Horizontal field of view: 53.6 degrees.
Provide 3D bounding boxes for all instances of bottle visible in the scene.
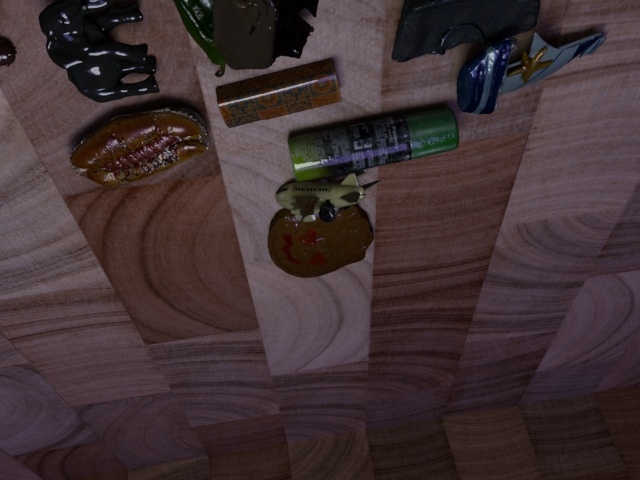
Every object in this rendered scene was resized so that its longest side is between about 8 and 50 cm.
[{"bbox_3d":[-0.537,-0.295,1.005,0.101,0.047,0.063,-7,180,-13],"label":"bottle"},{"bbox_3d":[0.104,-0.191,1.260,0.330,0.093,0.093,-11,144,1],"label":"bottle"}]

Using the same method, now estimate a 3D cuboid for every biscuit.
[{"bbox_3d":[0.000,0.002,1.533,0.257,0.049,0.273,-15,145,5],"label":"biscuit"}]

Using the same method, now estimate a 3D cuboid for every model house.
[{"bbox_3d":[-0.073,-0.368,0.970,0.141,0.164,0.203,32,145,6],"label":"model house"}]

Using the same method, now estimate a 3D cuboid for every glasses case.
[{"bbox_3d":[-0.074,-0.264,1.155,0.218,0.049,0.075,-13,143,3],"label":"glasses case"}]

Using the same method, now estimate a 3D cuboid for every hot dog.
[{"bbox_3d":[-0.340,-0.177,1.183,0.268,0.075,0.144,-17,146,12],"label":"hot dog"}]

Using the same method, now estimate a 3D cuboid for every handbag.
[{"bbox_3d":[0.250,-0.385,1.057,0.271,0.088,0.175,-13,155,-3],"label":"handbag"}]

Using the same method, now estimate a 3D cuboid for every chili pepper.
[{"bbox_3d":[-0.172,-0.336,1.023,0.072,0.073,0.204,-29,143,1],"label":"chili pepper"}]

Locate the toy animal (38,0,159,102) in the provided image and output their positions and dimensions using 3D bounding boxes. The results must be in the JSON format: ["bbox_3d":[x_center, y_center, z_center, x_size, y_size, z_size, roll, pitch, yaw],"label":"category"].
[{"bbox_3d":[-0.342,-0.298,0.988,0.146,0.114,0.245,-7,143,-6],"label":"toy animal"}]

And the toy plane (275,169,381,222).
[{"bbox_3d":[0.002,-0.089,1.333,0.244,0.229,0.092,-9,113,40],"label":"toy plane"}]

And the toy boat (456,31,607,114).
[{"bbox_3d":[0.392,-0.330,1.175,0.291,0.067,0.220,-24,158,-7],"label":"toy boat"}]
